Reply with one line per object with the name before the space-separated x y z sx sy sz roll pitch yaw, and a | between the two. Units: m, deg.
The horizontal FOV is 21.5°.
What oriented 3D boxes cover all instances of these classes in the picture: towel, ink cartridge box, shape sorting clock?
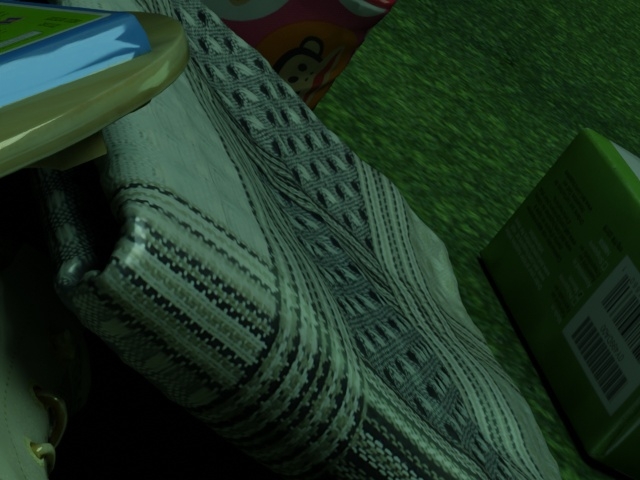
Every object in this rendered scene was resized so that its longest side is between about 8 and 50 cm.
towel | 0.000 0.000 0.610 0.312 0.056 0.324 42 12 -36
ink cartridge box | 0.232 0.072 0.893 0.255 0.097 0.189 28 21 -27
shape sorting clock | -0.130 -0.017 0.394 0.206 0.206 0.040 -80 158 -68

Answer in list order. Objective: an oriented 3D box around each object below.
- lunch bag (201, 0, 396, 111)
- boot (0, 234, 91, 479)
lunch bag | -0.090 -0.189 0.892 0.258 0.120 0.293 33 20 -12
boot | -0.075 0.068 0.412 0.213 0.077 0.165 30 19 -1
